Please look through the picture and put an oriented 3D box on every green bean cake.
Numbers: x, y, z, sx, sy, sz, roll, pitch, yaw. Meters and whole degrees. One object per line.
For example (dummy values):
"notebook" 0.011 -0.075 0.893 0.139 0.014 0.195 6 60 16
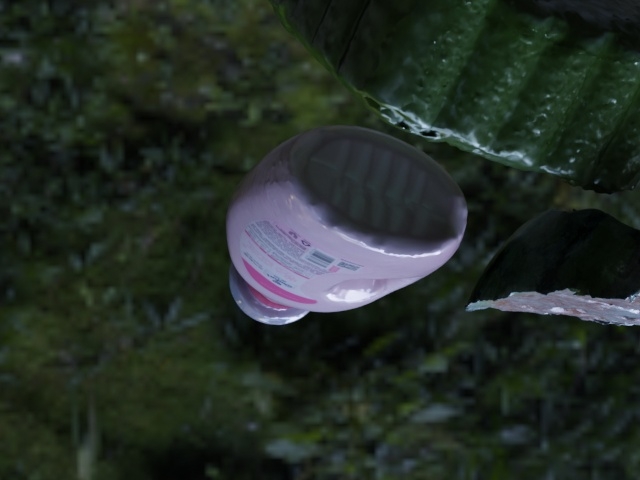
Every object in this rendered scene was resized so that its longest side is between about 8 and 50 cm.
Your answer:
"green bean cake" 0.090 -0.139 1.131 0.222 0.125 0.248 14 -157 -30

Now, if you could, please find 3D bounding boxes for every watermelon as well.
"watermelon" 0.182 0.021 1.158 0.139 0.071 0.187 17 168 -27

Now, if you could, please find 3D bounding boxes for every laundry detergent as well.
"laundry detergent" 0.000 0.000 1.385 0.159 0.088 0.335 24 163 -8
